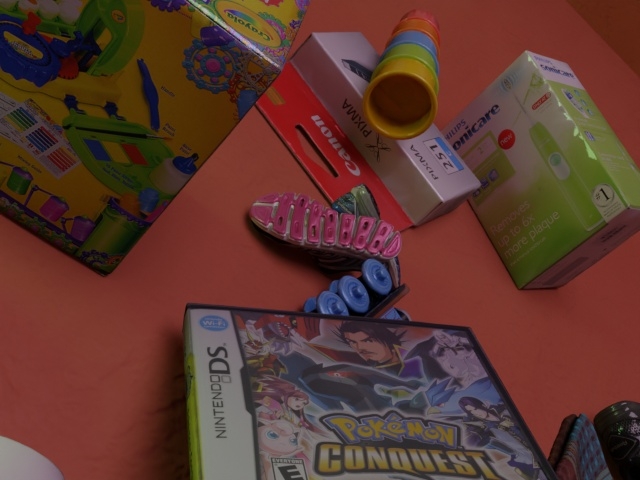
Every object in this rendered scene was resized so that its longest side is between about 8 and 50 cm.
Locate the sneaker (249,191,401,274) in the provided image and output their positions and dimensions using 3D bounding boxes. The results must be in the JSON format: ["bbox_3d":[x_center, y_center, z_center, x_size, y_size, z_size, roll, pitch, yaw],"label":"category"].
[{"bbox_3d":[0.000,0.000,0.977,0.170,0.075,0.063,14,57,-6],"label":"sneaker"}]

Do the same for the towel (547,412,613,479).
[{"bbox_3d":[0.274,0.372,0.777,0.271,0.040,0.370,-32,100,-62],"label":"towel"}]

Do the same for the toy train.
[{"bbox_3d":[0.034,0.092,0.904,0.105,0.080,0.184,57,35,1],"label":"toy train"}]

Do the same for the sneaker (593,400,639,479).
[{"bbox_3d":[0.465,0.292,1.153,0.227,0.087,0.130,16,46,-32],"label":"sneaker"}]

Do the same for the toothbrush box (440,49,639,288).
[{"bbox_3d":[0.328,-0.100,1.292,0.122,0.206,0.283,3,54,-44],"label":"toothbrush box"}]

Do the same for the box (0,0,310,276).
[{"bbox_3d":[-0.207,-0.174,0.734,0.290,0.279,0.177,36,36,-16],"label":"box"}]

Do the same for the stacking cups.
[{"bbox_3d":[0.131,-0.250,1.217,0.096,0.096,0.316,38,33,-12],"label":"stacking cups"}]

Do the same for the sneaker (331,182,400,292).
[{"bbox_3d":[0.054,0.003,1.042,0.052,0.058,0.135,-54,121,-79],"label":"sneaker"}]

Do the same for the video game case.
[{"bbox_3d":[0.030,0.136,0.706,0.275,0.035,0.248,6,26,-14],"label":"video game case"}]

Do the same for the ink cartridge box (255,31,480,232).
[{"bbox_3d":[0.058,-0.149,1.179,0.296,0.066,0.261,53,34,10],"label":"ink cartridge box"}]

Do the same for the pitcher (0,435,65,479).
[{"bbox_3d":[-0.203,0.230,0.492,0.178,0.125,0.207,49,39,-35],"label":"pitcher"}]
